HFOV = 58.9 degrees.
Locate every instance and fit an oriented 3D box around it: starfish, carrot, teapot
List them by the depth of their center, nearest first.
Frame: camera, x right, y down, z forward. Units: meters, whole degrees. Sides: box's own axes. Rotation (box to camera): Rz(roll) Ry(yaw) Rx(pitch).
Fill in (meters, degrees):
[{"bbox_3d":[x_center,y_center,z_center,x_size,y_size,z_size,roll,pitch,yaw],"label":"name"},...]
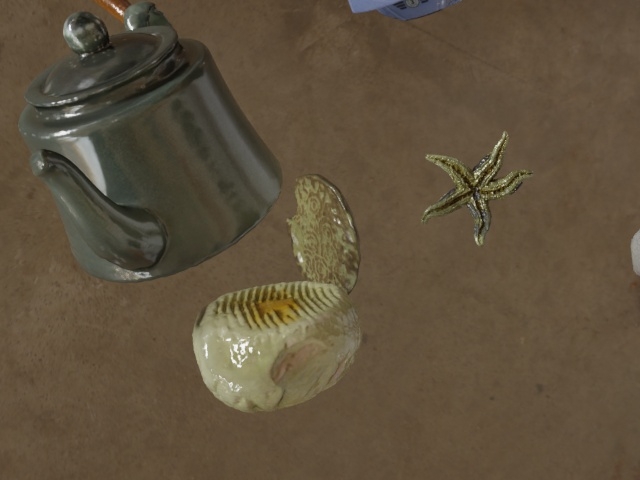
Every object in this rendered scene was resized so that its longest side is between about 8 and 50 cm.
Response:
[{"bbox_3d":[-0.126,-0.085,0.386,0.163,0.239,0.149,-12,129,12],"label":"teapot"},{"bbox_3d":[-0.235,-0.270,0.626,0.142,0.035,0.035,42,75,9],"label":"carrot"},{"bbox_3d":[0.256,-0.100,0.986,0.176,0.053,0.208,42,88,2],"label":"starfish"}]

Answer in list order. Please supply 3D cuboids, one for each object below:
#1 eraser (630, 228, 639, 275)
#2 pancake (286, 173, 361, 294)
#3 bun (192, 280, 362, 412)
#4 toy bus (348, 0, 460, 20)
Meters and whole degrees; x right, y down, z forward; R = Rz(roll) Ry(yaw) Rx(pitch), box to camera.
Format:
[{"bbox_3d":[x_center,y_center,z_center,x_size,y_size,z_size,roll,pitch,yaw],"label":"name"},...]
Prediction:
[{"bbox_3d":[0.523,0.022,0.632,0.270,0.174,0.094,16,65,-13],"label":"eraser"},{"bbox_3d":[0.000,0.000,0.953,0.029,0.235,0.212,-17,64,-29],"label":"pancake"},{"bbox_3d":[-0.063,0.145,0.777,0.244,0.244,0.153,-5,102,-23],"label":"bun"},{"bbox_3d":[0.031,-0.200,0.344,0.167,0.073,0.076,48,53,-38],"label":"toy bus"}]
